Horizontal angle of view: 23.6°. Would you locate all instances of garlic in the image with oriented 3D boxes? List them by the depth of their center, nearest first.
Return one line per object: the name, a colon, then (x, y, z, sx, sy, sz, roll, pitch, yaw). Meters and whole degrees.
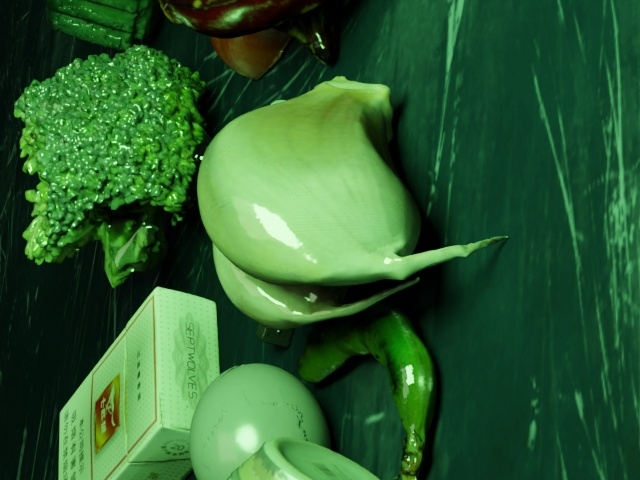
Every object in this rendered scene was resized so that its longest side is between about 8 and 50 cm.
garlic: (0.000, 0.000, 1.539, 0.340, 0.246, 0.231, -123, 30, -52)

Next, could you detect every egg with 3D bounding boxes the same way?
egg: (-0.064, 0.208, 1.588, 0.146, 0.146, 0.198, -63, 26, 23)

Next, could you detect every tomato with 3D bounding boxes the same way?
tomato: (-0.093, -0.327, 2.026, 0.225, 0.085, 0.225, -36, 48, 54)

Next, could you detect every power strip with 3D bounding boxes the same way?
power strip: (-0.041, 0.065, 1.749, 0.029, 0.038, 0.111, 25, 98, 66)

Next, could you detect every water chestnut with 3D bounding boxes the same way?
water chestnut: (-0.057, -0.334, 1.798, 0.300, 0.300, 0.300, -41, 41, 50)

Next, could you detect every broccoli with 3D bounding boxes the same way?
broccoli: (-0.273, -0.106, 2.068, 0.338, 0.277, 0.317, -163, 69, -73)

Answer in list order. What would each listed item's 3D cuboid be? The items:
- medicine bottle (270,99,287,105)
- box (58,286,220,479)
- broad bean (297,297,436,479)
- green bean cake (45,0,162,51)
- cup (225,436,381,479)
medicine bottle: (-0.076, -0.087, 1.871, 0.183, 0.069, 0.119, -50, 32, 39)
box: (-0.241, 0.239, 1.997, 0.330, 0.095, 0.210, -48, 37, 41)
broad bean: (0.046, 0.127, 1.525, 0.292, 0.049, 0.144, 40, 115, 61)
green bean cake: (-0.299, -0.487, 2.374, 0.300, 0.169, 0.308, 110, 178, -59)
cup: (-0.015, 0.339, 1.381, 0.301, 0.227, 0.257, 32, 103, 34)
